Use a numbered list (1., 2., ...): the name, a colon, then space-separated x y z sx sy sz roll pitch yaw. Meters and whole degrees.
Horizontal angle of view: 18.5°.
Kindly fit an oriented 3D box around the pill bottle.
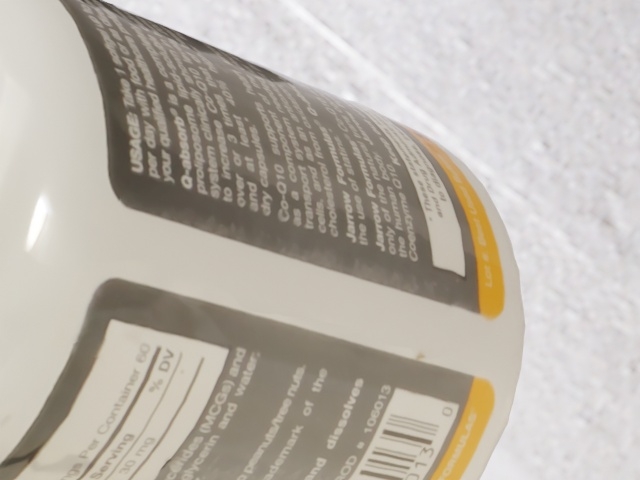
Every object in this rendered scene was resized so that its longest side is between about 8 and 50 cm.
1. pill bottle: -0.079 0.010 0.569 0.162 0.162 0.278 9 173 43
